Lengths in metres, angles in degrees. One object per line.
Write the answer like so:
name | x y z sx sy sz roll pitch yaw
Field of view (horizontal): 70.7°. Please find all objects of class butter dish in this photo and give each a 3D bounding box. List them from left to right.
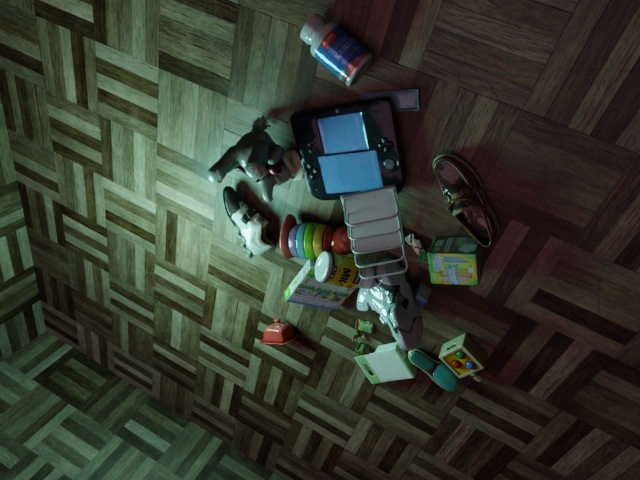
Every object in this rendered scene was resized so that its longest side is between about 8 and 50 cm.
butter dish | -0.203 0.436 2.184 0.160 0.160 0.118 -5 93 30

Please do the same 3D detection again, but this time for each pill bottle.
pill bottle | 0.047 -0.603 1.420 0.221 0.124 0.124 40 129 0
pill bottle | 0.094 0.119 1.730 0.209 0.119 0.119 14 133 -24

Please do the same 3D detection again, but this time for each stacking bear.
stacking bear | 0.000 0.000 1.794 0.289 0.164 0.175 1 127 20

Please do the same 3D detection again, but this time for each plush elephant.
plush elephant | -0.213 -0.272 1.693 0.272 0.330 0.255 -6 138 32

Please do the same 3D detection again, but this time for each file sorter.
file sorter | 0.196 -0.020 1.587 0.193 0.173 0.277 -11 130 8

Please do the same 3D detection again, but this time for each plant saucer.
plant saucer | 0.229 -0.457 1.480 0.192 0.018 0.067 4 120 25

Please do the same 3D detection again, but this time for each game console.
game console | 0.097 -0.309 1.600 0.387 0.060 0.342 -1 122 28

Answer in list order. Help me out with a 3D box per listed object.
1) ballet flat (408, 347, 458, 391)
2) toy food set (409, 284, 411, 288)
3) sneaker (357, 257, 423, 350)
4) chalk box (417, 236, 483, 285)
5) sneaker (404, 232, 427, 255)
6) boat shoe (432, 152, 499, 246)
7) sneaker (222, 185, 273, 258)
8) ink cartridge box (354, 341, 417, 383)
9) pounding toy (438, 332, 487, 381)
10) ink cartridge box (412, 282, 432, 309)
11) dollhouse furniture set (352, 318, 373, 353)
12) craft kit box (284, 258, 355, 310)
ballet flat | 0.476 0.541 1.915 0.248 0.086 0.086 40 129 3
toy food set | 0.324 0.196 1.819 0.083 0.020 0.082 14 124 20
sneaker | 0.261 0.268 1.746 0.210 0.137 0.365 -47 47 48
chalk box | 0.457 0.071 1.601 0.213 0.132 0.132 0 117 28
sneaker | 0.364 0.018 1.679 0.109 0.040 0.044 45 120 -8
boat shoe | 0.474 -0.127 1.479 0.123 0.123 0.342 -24 105 36
sneaker | -0.301 -0.094 1.935 0.146 0.122 0.330 -18 108 16
ink cartridge box | 0.293 0.555 2.031 0.235 0.056 0.171 -23 105 39
pounding toy | 0.580 0.507 1.823 0.206 0.094 0.181 46 129 -3
ink cartridge box | 0.376 0.239 1.773 0.052 0.088 0.122 33 129 5
dollhouse furniture set | 0.184 0.427 2.009 0.076 0.058 0.151 16 125 19
craft kit box | 0.012 0.190 1.876 0.250 0.061 0.246 15 137 -25
